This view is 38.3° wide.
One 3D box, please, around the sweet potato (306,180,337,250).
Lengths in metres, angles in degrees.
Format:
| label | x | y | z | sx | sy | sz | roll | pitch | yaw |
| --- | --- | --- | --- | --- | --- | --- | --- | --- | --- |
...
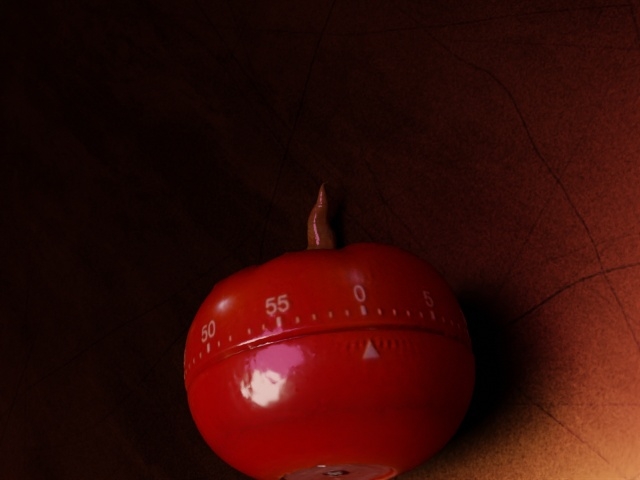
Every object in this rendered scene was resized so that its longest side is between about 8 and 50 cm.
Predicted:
| label | x | y | z | sx | sy | sz | roll | pitch | yaw |
| --- | --- | --- | --- | --- | --- | --- | --- | --- | --- |
| sweet potato | 0.000 | 0.000 | 1.488 | 0.056 | 0.056 | 0.195 | 0 | 86 | 42 |

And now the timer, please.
| label | x | y | z | sx | sy | sz | roll | pitch | yaw |
| --- | --- | --- | --- | --- | --- | --- | --- | --- | --- |
| timer | 0.012 | 0.172 | 1.207 | 0.378 | 0.378 | 0.279 | -25 | 60 | 34 |
